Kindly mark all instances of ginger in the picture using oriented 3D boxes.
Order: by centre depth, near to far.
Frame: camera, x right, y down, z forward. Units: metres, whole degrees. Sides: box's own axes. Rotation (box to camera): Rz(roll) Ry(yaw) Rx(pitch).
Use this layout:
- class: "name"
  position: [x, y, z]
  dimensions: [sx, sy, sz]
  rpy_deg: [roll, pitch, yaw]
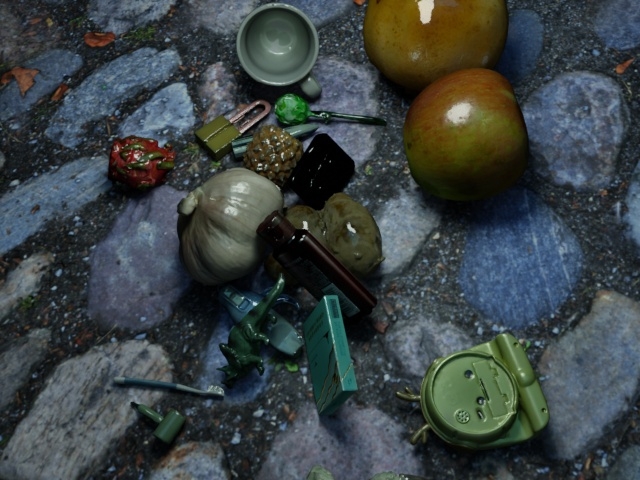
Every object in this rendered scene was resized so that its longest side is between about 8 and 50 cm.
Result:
- class: "ginger"
  position: [0.000, 0.000, 1.757]
  dimensions: [0.304, 0.155, 0.244]
  rpy_deg: [-12, 67, 7]

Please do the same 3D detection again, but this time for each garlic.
- class: "garlic"
  position: [-0.235, -0.036, 1.721]
  dimensions: [0.241, 0.322, 0.322]
  rpy_deg: [36, 67, -5]

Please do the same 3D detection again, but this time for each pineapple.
- class: "pineapple"
  position: [-0.134, -0.208, 1.877]
  dimensions: [0.166, 0.166, 0.193]
  rpy_deg: [35, 94, 21]

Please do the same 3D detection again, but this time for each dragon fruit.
- class: "dragon fruit"
  position: [-0.490, -0.212, 1.914]
  dimensions: [0.172, 0.166, 0.160]
  rpy_deg: [7, 76, -15]

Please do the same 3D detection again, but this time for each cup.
- class: "cup"
  position: [-0.095, -0.554, 2.032]
  dimensions: [0.227, 0.301, 0.257]
  rpy_deg: [-35, 19, 14]

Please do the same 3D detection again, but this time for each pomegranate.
- class: "pomegranate"
  position: [0.316, -0.584, 1.935]
  dimensions: [0.417, 0.416, 0.416]
  rpy_deg: [-2, 60, 4]

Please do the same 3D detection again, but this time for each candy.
- class: "candy"
  position: [0.029, -0.357, 1.994]
  dimensions: [0.324, 0.097, 0.097]
  rpy_deg: [7, 61, 0]

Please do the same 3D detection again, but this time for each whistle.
- class: "whistle"
  position: [-0.150, 0.187, 1.694]
  dimensions: [0.269, 0.093, 0.180]
  rpy_deg: [38, 77, 16]

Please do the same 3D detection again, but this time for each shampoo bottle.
- class: "shampoo bottle"
  position: [-0.013, 0.064, 1.627]
  dimensions: [0.323, 0.129, 0.084]
  rpy_deg: [44, 49, -16]

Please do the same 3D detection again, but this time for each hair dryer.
- class: "hair dryer"
  position: [-0.387, 0.408, 1.615]
  dimensions: [0.150, 0.047, 0.071]
  rpy_deg: [22, 63, 28]

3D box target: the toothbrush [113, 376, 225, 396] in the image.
- class: "toothbrush"
  position: [-0.360, 0.343, 1.655]
  dimensions: [0.276, 0.019, 0.025]
  rpy_deg: [6, 56, 8]

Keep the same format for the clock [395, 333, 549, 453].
- class: "clock"
  position: [0.330, 0.353, 1.549]
  dimensions: [0.308, 0.096, 0.235]
  rpy_deg: [-16, 61, -3]

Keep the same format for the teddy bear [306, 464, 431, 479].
- class: "teddy bear"
  position: [0.037, 0.623, 1.419]
  dimensions: [0.362, 0.375, 0.327]
  rpy_deg: [9, 50, -39]

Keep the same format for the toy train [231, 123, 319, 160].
- class: "toy train"
  position: [-0.123, -0.282, 1.968]
  dimensions: [0.252, 0.055, 0.048]
  rpy_deg: [-14, 61, -3]

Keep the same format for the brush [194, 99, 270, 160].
- class: "brush"
  position: [-0.241, -0.333, 2.014]
  dimensions: [0.233, 0.047, 0.103]
  rpy_deg: [-38, 64, -17]

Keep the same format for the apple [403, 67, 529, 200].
- class: "apple"
  position: [0.365, -0.264, 1.766]
  dimensions: [0.340, 0.339, 0.339]
  rpy_deg: [-2, 60, 4]

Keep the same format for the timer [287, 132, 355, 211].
- class: "timer"
  position: [0.008, -0.179, 1.857]
  dimensions: [0.055, 0.144, 0.187]
  rpy_deg: [-6, 48, 53]

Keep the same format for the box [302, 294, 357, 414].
- class: "box"
  position: [0.018, 0.263, 1.590]
  dimensions: [0.042, 0.162, 0.229]
  rpy_deg: [1, 57, -22]

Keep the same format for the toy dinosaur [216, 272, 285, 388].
- class: "toy dinosaur"
  position: [-0.144, 0.221, 1.605]
  dimensions: [0.120, 0.079, 0.292]
  rpy_deg: [40, 99, 12]
